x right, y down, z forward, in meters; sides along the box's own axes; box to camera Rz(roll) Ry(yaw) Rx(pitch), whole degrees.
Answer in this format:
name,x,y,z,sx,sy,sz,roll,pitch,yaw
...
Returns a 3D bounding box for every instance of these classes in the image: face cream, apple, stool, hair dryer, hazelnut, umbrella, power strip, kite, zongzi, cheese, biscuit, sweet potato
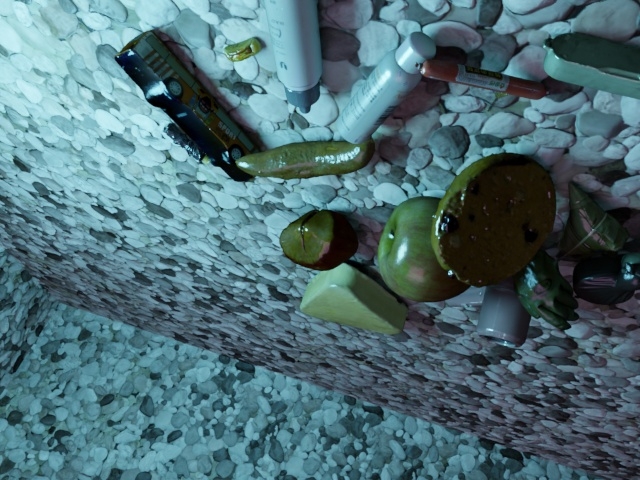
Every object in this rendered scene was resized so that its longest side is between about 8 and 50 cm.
name,x,y,z,sx,sy,sz,roll,pitch,yaw
face cream,0.121,-0.283,0.959,0.082,0.081,0.269,28,150,-13
apple,0.264,0.027,1.209,0.234,0.256,0.257,21,151,-8
stool,0.673,0.074,1.166,0.125,0.121,0.217,27,152,-8
hair dryer,0.453,0.179,1.422,0.126,0.210,0.352,22,165,-13
hazelnut,0.000,-0.003,1.428,0.212,0.181,0.181,0,116,29
umbrella,-0.353,-0.254,1.343,0.144,0.037,0.040,39,132,-24
power strip,0.482,-0.259,0.779,0.286,0.080,0.048,17,152,8
kite,0.323,-0.270,0.936,0.044,0.002,0.078,31,148,-18
zongzi,0.555,-0.039,1.131,0.178,0.081,0.189,46,162,-2
cheese,0.094,0.192,1.708,0.385,0.104,0.384,15,154,8
biscuit,0.359,-0.042,1.058,0.296,0.296,0.075,37,-173,-26
sweet potato,-0.029,-0.192,1.188,0.342,0.092,0.114,-3,174,22
face cream,-0.043,-0.355,0.934,0.093,0.092,0.311,12,150,14

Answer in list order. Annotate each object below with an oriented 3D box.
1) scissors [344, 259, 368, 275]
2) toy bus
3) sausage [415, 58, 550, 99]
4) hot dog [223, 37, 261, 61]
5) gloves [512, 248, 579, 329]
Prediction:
name,x,y,z,sx,sy,sz,roll,pitch,yaw
scissors,0.025,0.046,1.612,0.300,0.022,0.109,33,150,-27
toy bus,-0.290,-0.294,1.183,0.093,0.092,0.409,-3,143,39
sausage,0.279,-0.274,0.866,0.254,0.034,0.034,6,153,-12
hot dog,-0.161,-0.380,1.021,0.090,0.034,0.030,-1,143,34
gloves,0.515,0.094,1.203,0.268,0.107,0.135,55,135,6
